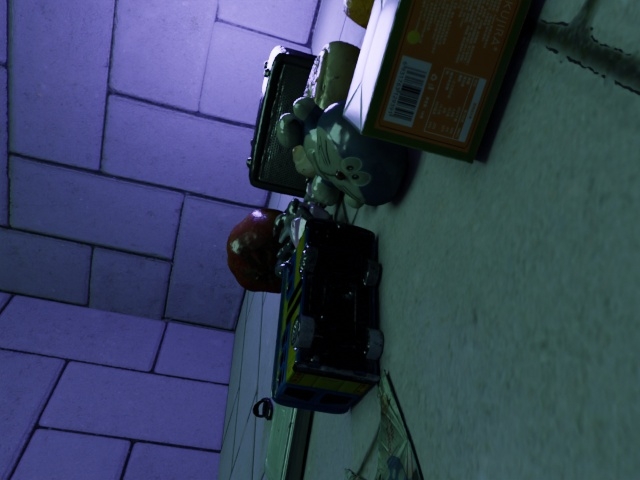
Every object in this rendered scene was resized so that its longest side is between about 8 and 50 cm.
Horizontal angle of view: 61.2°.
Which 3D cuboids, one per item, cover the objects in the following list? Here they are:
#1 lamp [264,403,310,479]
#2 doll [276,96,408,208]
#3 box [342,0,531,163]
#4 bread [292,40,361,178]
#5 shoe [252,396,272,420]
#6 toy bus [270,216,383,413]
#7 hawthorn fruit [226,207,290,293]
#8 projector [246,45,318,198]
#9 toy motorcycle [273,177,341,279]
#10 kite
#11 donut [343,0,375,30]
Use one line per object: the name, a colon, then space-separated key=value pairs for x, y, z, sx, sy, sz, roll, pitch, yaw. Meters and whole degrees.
lamp: x=-0.073 y=0.424 z=1.237 sx=0.266 sy=0.047 sz=0.268 roll=137 pitch=144 yaw=-74
doll: x=0.045 y=-0.147 z=0.924 sx=0.228 sy=0.154 sz=0.258 roll=60 pitch=173 yaw=-24
box: x=0.129 y=-0.213 z=0.647 sx=0.177 sy=0.148 sz=0.194 roll=-102 pitch=26 yaw=-71
bread: x=0.035 y=-0.274 z=1.171 sx=0.305 sy=0.159 sz=0.305 roll=-170 pitch=90 yaw=-77
shoe: x=-0.182 y=0.522 z=1.681 sx=0.159 sy=0.053 sz=0.062 roll=154 pitch=124 yaw=-73
toy bus: x=0.011 y=0.121 z=0.908 sx=0.175 sy=0.138 sz=0.287 roll=117 pitch=162 yaw=-50
hawthorn fruit: x=-0.158 y=0.010 z=1.587 sx=0.300 sy=0.254 sz=0.254 roll=-111 pitch=34 yaw=-57
projector: x=-0.089 y=-0.377 z=1.701 sx=0.395 sy=0.242 sz=0.404 roll=-107 pitch=30 yaw=-66
toy motorcycle: x=-0.010 y=-0.062 z=1.263 sx=0.188 sy=0.143 sz=0.326 roll=-40 pitch=23 yaw=59
kite: x=0.072 y=0.332 z=0.693 sx=0.314 sy=0.012 sz=0.335 roll=129 pitch=152 yaw=-67
donut: x=0.135 y=-0.563 z=1.138 sx=0.253 sy=0.118 sz=0.253 roll=-63 pitch=4 yaw=9
